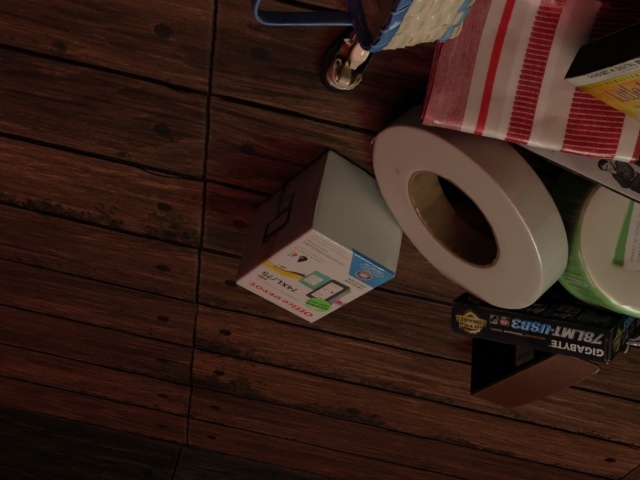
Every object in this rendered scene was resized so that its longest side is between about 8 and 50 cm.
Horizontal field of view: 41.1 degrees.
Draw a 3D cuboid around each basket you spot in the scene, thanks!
[{"bbox_3d":[0.072,-0.371,1.113,0.289,0.201,0.254,-4,151,-26],"label":"basket"}]

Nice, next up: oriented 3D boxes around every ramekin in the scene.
[{"bbox_3d":[0.530,-0.015,1.394,0.304,0.303,0.148,13,-173,-1],"label":"ramekin"}]

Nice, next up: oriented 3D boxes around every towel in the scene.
[{"bbox_3d":[0.330,-0.254,1.242,0.329,0.037,0.236,11,103,0],"label":"towel"}]

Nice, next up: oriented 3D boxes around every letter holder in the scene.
[{"bbox_3d":[0.522,0.274,1.949,0.215,0.151,0.302,24,143,-20],"label":"letter holder"}]

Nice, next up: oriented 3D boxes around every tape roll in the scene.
[{"bbox_3d":[0.244,-0.054,1.453,0.392,0.072,0.392,44,161,20],"label":"tape roll"}]

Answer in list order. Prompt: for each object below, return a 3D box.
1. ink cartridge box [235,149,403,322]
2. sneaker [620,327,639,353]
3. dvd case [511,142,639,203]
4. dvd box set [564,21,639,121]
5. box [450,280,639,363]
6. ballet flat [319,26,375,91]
[{"bbox_3d":[0.000,0.000,1.673,0.198,0.197,0.270,30,141,-23],"label":"ink cartridge box"},{"bbox_3d":[0.679,0.130,1.697,0.101,0.153,0.268,19,144,-11],"label":"sneaker"},{"bbox_3d":[0.436,-0.177,1.296,0.239,0.179,0.029,26,-179,4],"label":"dvd case"},{"bbox_3d":[0.557,-0.149,1.092,0.421,0.062,0.307,27,180,-8],"label":"dvd box set"},{"bbox_3d":[0.438,0.127,1.609,0.294,0.296,0.073,8,107,31],"label":"box"},{"bbox_3d":[0.048,-0.290,1.368,0.074,0.074,0.203,22,144,-14],"label":"ballet flat"}]
